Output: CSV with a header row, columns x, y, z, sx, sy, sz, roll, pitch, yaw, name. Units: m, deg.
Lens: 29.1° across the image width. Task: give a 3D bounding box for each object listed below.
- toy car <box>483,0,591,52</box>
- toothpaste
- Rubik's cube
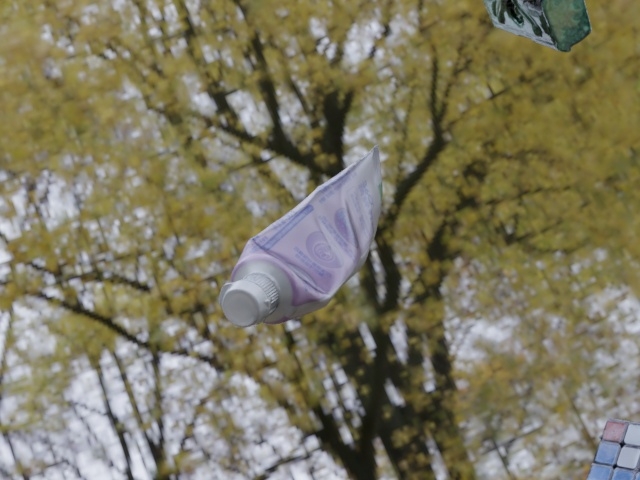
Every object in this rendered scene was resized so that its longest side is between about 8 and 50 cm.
x,y,z,sx,sy,sz,roll,pitch,yaw,name
0.157,-0.330,1.111,0.097,0.141,0.320,-29,-63,-9,toy car
0.000,0.000,0.929,0.048,0.075,0.301,-23,7,26,toothpaste
0.294,0.219,1.074,0.092,0.092,0.092,1,-32,44,Rubik's cube
